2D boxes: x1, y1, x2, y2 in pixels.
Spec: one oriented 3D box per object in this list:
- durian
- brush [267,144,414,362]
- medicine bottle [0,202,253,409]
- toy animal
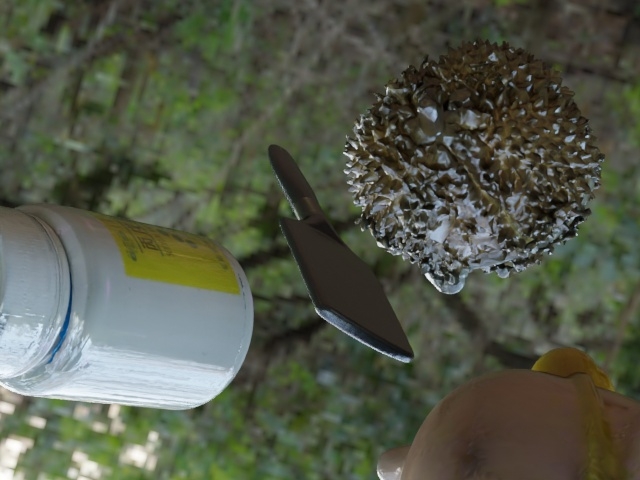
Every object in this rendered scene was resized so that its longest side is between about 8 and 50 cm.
[{"bbox_3d":[0.046,-0.025,0.561,0.080,0.080,0.091,17,166,20],"label":"durian"},{"bbox_3d":[0.000,0.000,0.944,0.063,0.016,0.193,32,-161,-30],"label":"brush"},{"bbox_3d":[-0.179,0.049,1.343,0.143,0.143,0.258,17,-176,39],"label":"medicine bottle"},{"bbox_3d":[0.136,0.120,0.812,0.248,0.165,0.149,-8,164,32],"label":"toy animal"}]
